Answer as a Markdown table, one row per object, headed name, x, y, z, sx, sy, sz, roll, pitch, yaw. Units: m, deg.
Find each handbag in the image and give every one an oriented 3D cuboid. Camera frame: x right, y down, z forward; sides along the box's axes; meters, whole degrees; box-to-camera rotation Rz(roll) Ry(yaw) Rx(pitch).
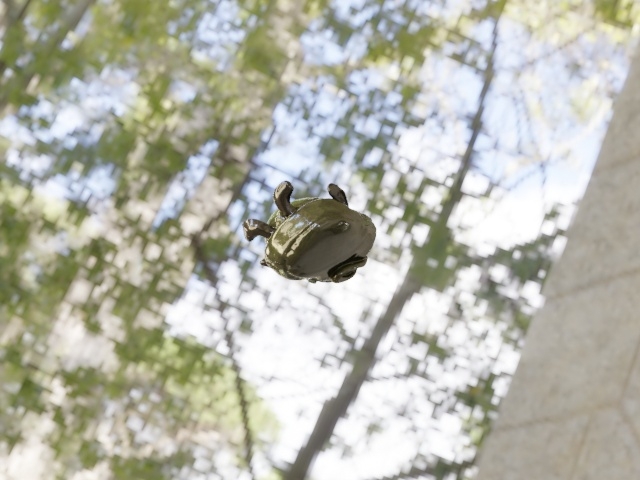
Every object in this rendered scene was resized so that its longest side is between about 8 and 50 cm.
| name | x | y | z | sx | sy | sz | roll | pitch | yaw |
| --- | --- | --- | --- | --- | --- | --- | --- | --- | --- |
| handbag | 0.000 | 0.000 | 0.991 | 0.047 | 0.072 | 0.111 | 51 | 18 | 25 |
